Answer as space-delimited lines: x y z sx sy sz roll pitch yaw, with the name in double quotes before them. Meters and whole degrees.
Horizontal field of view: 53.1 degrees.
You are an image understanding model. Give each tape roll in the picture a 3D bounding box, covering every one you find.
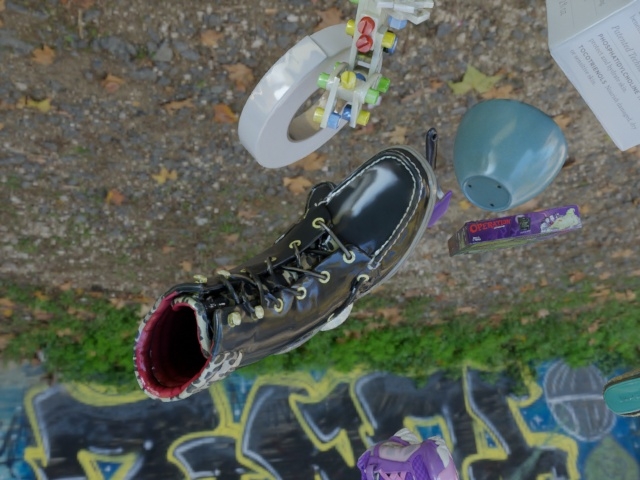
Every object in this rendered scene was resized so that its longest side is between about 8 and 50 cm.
"tape roll" -0.020 -0.328 1.494 0.392 0.072 0.392 -38 167 -11

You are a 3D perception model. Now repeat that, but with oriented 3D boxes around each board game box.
"board game box" 0.386 -0.013 1.337 0.208 0.056 0.347 -5 174 4

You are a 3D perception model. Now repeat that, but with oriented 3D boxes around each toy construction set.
"toy construction set" 0.092 -0.375 1.208 0.151 0.215 0.328 31 140 -1

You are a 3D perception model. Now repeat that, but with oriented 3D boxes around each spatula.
"spatula" 0.259 -0.138 1.444 0.030 0.084 0.296 31 154 36

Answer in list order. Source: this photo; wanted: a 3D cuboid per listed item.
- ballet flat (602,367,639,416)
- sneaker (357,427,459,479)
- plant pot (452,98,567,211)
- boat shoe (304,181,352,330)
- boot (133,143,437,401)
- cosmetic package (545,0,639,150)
"ballet flat" 0.784 0.303 1.383 0.123 0.123 0.348 9 153 -34
"sneaker" 0.113 0.318 0.868 0.104 0.095 0.236 -12 172 -14
"plant pot" 0.462 -0.191 1.656 0.290 0.195 0.290 24 151 14
"boat shoe" 0.000 0.000 0.833 0.084 0.233 0.079 -28 130 30
"boot" -0.022 0.026 0.486 0.236 0.085 0.178 -48 164 25
"cosmetic package" 0.735 -0.473 1.349 0.393 0.330 0.327 -28 123 37
